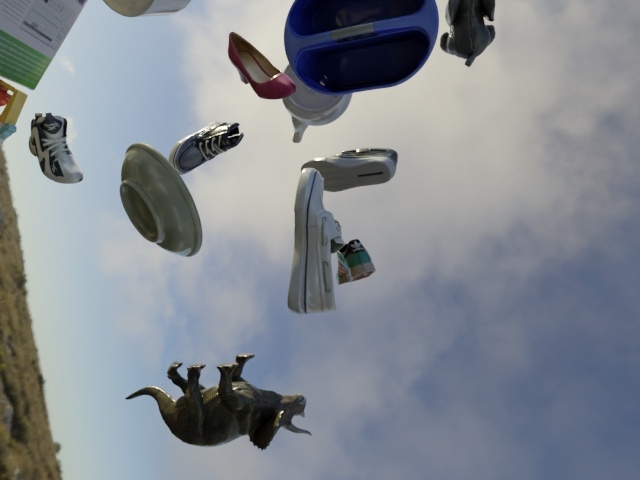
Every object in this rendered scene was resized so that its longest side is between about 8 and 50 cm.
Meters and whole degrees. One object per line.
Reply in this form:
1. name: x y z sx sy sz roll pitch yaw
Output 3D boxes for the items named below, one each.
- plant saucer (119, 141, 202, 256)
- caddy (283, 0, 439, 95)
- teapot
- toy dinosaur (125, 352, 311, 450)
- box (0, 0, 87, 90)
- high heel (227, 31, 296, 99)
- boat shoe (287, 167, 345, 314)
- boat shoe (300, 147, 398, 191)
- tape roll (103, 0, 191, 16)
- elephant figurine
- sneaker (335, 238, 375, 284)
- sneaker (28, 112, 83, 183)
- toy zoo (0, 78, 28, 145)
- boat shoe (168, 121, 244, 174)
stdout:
1. plant saucer: -0.537 -0.107 1.496 0.400 0.100 0.401 29 -43 32
2. caddy: 0.090 -0.454 1.037 0.341 0.179 0.242 -3 -74 19
3. teapot: -0.005 -0.484 1.537 0.187 0.255 0.253 41 35 -81
4. toy dinosaur: -0.179 0.278 0.773 0.121 0.313 0.161 125 -43 -87
5. box: -0.478 -0.423 0.785 0.322 0.058 0.232 -59 -172 2
6. high heel: -0.142 -0.414 1.105 0.244 0.082 0.117 45 -20 44
7. boat shoe: 0.000 0.000 0.705 0.083 0.075 0.227 68 25 -75
8. boat shoe: 0.099 -0.238 1.545 0.335 0.119 0.121 4 -52 27
9. tape roll: -0.366 -0.601 0.934 0.286 0.100 0.286 19 -56 30
10. elephant figurine: 0.415 -0.658 1.333 0.186 0.169 0.240 41 -25 41
11. sneaker: 0.106 0.071 1.554 0.302 0.108 0.121 127 -52 -74
12. sneaker: -0.750 -0.274 1.325 0.235 0.094 0.153 46 -46 28
13. toy zoo: -0.898 -0.347 1.264 0.293 0.030 0.192 29 -91 26
14. boat shoe: -0.452 -0.381 1.887 0.158 0.341 0.127 5 -46 32
